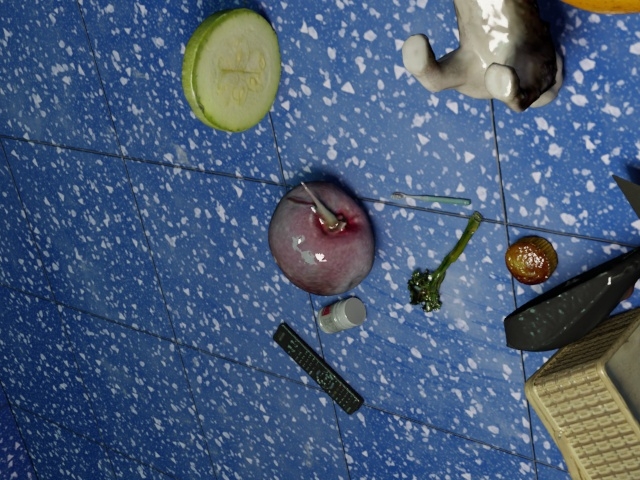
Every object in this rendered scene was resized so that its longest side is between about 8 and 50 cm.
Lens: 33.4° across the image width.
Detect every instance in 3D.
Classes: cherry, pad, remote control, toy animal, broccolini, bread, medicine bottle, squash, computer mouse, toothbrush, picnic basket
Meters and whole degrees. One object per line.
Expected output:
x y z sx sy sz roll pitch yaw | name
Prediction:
0.000 0.000 1.959 0.266 0.184 0.213 118 129 -70 | cherry
0.493 -0.018 1.478 0.143 0.003 0.211 50 176 -27 | pad
-0.006 0.272 2.279 0.245 0.025 0.063 44 138 13 | remote control
0.250 -0.342 1.453 0.194 0.303 0.344 4 96 38 | toy animal
0.224 0.034 1.886 0.254 0.071 0.057 120 151 -41 | broccolini
0.342 0.036 1.742 0.085 0.053 0.085 25 132 31 | bread
0.042 0.149 2.117 0.091 0.058 0.058 -23 100 50 | medicine bottle
-0.152 -0.296 1.872 0.041 0.219 0.219 12 125 38 | squash
0.401 0.099 1.631 0.295 0.168 0.087 -37 81 49 | computer mouse
0.189 -0.071 1.850 0.167 0.014 0.011 8 113 41 | toothbrush
0.488 0.285 1.636 0.175 0.228 0.312 -31 93 49 | picnic basket

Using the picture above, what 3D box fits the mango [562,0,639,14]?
0.433 -0.393 1.266 0.350 0.201 0.199 -14 149 40 | mango
